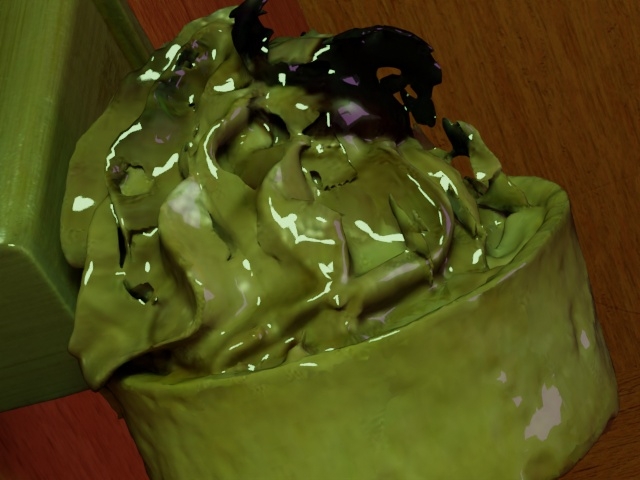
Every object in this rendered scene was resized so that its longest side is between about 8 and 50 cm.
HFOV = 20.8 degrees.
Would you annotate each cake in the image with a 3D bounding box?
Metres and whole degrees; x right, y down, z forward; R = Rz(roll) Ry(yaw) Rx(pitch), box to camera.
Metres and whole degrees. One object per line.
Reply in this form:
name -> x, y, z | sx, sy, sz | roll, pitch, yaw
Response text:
cake -> -0.001, 0.003, 1.097 | 0.332, 0.332, 0.321 | -69, 140, -72

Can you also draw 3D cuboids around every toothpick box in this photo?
toothpick box -> -0.225, -0.041, 1.237 | 0.308, 0.187, 0.190 | -90, 160, -45
